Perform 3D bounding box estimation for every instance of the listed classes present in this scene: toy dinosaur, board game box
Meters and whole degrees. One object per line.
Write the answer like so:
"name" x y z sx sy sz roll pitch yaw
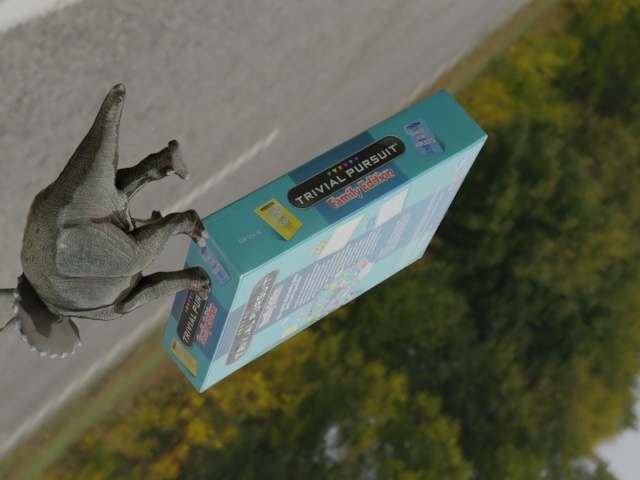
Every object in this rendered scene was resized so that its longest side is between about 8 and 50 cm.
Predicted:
"toy dinosaur" -0.179 0.004 1.202 0.160 0.121 0.313 -23 159 -24
"board game box" 0.000 0.000 1.619 0.336 0.079 0.253 -30 160 -29
